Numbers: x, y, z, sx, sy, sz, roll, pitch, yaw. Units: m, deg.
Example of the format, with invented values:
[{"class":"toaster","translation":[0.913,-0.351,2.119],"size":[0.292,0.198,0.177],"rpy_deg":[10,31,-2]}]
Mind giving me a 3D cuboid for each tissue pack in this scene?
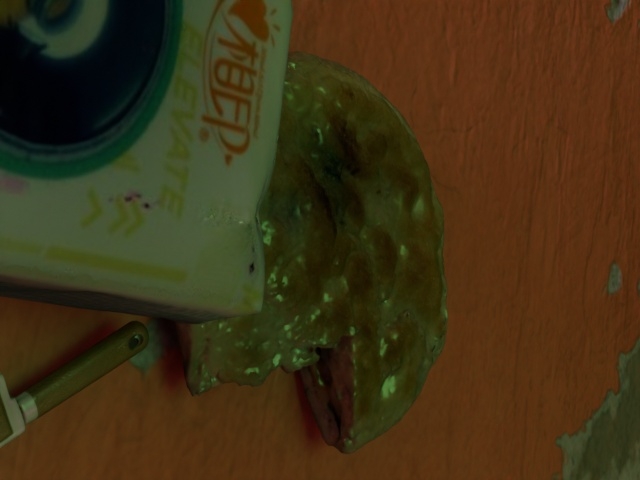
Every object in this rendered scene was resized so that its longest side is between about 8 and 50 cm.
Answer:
[{"class":"tissue pack","translation":[-0.189,-0.112,0.794],"size":[0.388,0.162,0.287],"rpy_deg":[14,81,-51]}]

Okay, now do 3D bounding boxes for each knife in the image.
[{"class":"knife","translation":[-0.203,0.106,0.880],"size":[0.256,0.022,0.046],"rpy_deg":[-33,122,-43]}]

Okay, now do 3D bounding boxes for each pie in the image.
[{"class":"pie","translation":[0.000,0.000,1.106],"size":[0.337,0.075,0.338],"rpy_deg":[4,86,-52]}]
